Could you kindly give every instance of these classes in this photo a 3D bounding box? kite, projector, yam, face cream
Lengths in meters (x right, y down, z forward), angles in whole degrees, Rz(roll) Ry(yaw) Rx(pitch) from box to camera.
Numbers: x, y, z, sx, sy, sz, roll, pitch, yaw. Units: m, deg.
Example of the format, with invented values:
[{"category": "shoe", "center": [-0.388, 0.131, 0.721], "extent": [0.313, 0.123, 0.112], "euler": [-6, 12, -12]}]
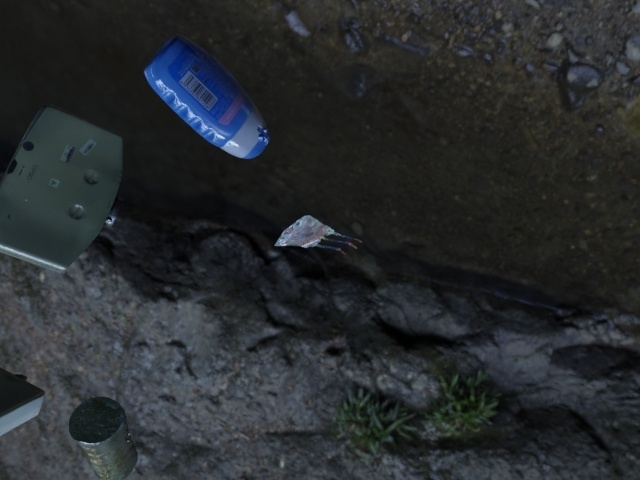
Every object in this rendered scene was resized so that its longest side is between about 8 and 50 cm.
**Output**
[{"category": "kite", "center": [-0.001, -0.003, 1.463], "extent": [0.229, 0.016, 0.127], "euler": [18, 139, -42]}, {"category": "projector", "center": [-0.455, -0.085, 1.080], "extent": [0.193, 0.270, 0.088], "euler": [23, 162, -19]}, {"category": "yam", "center": [-0.283, 0.267, 0.806], "extent": [0.068, 0.068, 0.169], "euler": [24, 144, 10]}, {"category": "face cream", "center": [-0.201, -0.261, 1.146], "extent": [0.264, 0.149, 0.083], "euler": [43, 142, -25]}]

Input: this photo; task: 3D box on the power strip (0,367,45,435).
[{"category": "power strip", "center": [-0.484, 0.232, 0.716], "extent": [0.106, 0.043, 0.367], "euler": [23, -170, 10]}]
